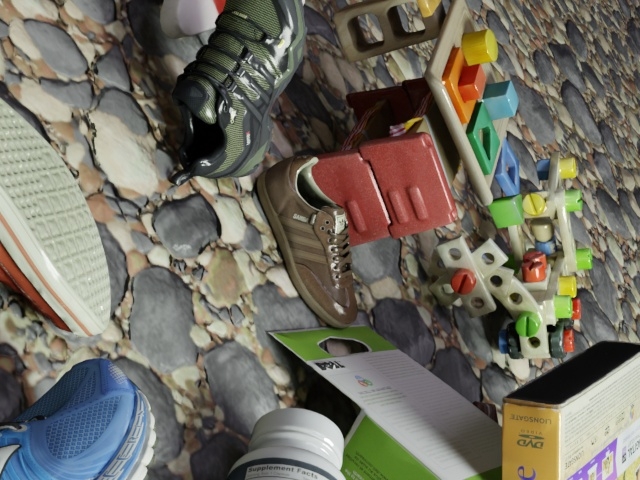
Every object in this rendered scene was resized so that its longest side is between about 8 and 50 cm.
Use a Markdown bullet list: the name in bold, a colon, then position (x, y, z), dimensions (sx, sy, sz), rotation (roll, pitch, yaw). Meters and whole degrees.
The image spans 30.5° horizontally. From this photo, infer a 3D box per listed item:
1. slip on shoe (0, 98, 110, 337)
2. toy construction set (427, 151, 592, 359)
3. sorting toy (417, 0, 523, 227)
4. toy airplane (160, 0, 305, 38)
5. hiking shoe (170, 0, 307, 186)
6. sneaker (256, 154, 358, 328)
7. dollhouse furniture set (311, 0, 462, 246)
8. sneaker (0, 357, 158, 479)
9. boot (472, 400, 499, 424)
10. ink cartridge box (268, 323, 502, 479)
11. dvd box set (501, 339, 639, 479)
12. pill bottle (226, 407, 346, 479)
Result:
- **slip on shoe**: position (-0.261, -0.037, 0.852), dimensions (0.331, 0.101, 0.123), rotation (51, 23, -42)
- **toy construction set**: position (0.268, 0.030, 1.525), dimensions (0.328, 0.151, 0.215), rotation (-33, 119, -52)
- **sorting toy**: position (0.179, -0.166, 1.312), dimensions (0.347, 0.047, 0.196), rotation (60, 31, -34)
- **toy airplane**: position (-0.114, -0.399, 1.179), dimensions (0.384, 0.272, 0.386), rotation (30, 44, -40)
- **hiking shoe**: position (-0.083, -0.156, 1.113), dimensions (0.086, 0.226, 0.114), rotation (23, 25, 24)
- **sneaker**: position (0.000, 0.000, 1.227), dimensions (0.188, 0.071, 0.066), rotation (62, 30, 1)
- **dollhouse furniture set**: position (0.047, -0.205, 1.291), dimensions (0.374, 0.152, 0.201), rotation (69, 27, -20)
- **sneaker**: position (-0.222, 0.150, 0.723), dimensions (0.147, 0.130, 0.330), rotation (59, 31, -9)
- **boot**: position (0.177, 0.218, 1.348), dimensions (0.106, 0.037, 0.114), rotation (58, 31, -32)
- **ink cartridge box**: position (0.069, 0.194, 1.171), dimensions (0.255, 0.097, 0.189), rotation (37, 20, 29)
- **dvd box set**: position (0.261, 0.332, 1.181), dimensions (0.308, 0.062, 0.420), rotation (-13, 104, -58)
- **pill bottle**: position (-0.031, 0.232, 0.960), dimensions (0.108, 0.108, 0.180), rotation (45, 34, -26)
